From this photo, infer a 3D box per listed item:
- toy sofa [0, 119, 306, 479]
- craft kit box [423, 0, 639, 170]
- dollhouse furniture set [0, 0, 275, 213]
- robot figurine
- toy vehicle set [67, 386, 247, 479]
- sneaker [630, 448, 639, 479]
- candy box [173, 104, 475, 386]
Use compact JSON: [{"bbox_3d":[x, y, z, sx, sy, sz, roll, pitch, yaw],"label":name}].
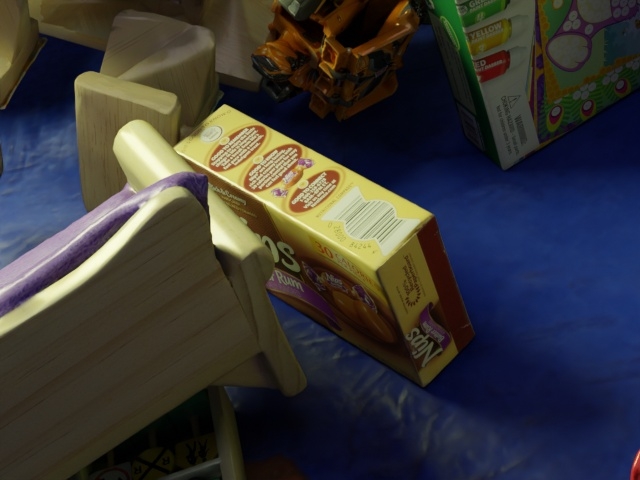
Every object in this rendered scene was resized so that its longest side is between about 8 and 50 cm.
[{"bbox_3d":[-0.204,0.080,0.851,0.362,0.177,0.150,-34,45,-11],"label":"toy sofa"},{"bbox_3d":[0.175,-0.201,0.975,0.246,0.250,0.061,-34,45,-11],"label":"craft kit box"},{"bbox_3d":[-0.215,-0.182,1.189,0.394,0.256,0.362,16,53,8],"label":"dollhouse furniture set"},{"bbox_3d":[0.078,-0.189,1.059,0.291,0.211,0.085,-40,80,-16],"label":"robot figurine"},{"bbox_3d":[-0.166,0.185,0.887,0.267,0.035,0.166,-19,43,3],"label":"toy vehicle set"},{"bbox_3d":[0.218,0.154,0.751,0.128,0.087,0.221,-18,38,27],"label":"sneaker"},{"bbox_3d":[0.000,0.000,0.949,0.186,0.109,0.053,29,63,39],"label":"candy box"}]
